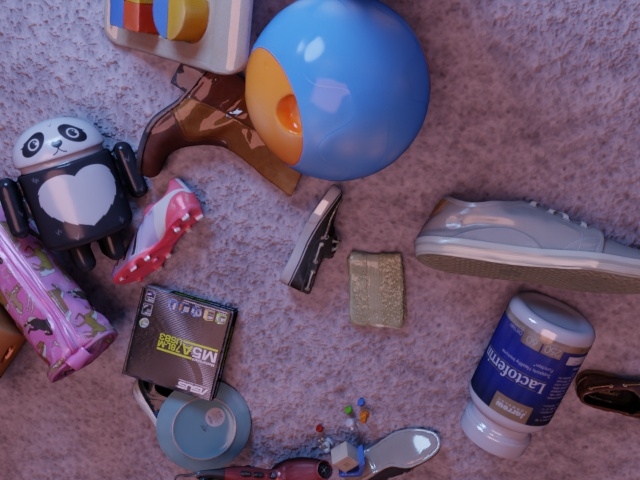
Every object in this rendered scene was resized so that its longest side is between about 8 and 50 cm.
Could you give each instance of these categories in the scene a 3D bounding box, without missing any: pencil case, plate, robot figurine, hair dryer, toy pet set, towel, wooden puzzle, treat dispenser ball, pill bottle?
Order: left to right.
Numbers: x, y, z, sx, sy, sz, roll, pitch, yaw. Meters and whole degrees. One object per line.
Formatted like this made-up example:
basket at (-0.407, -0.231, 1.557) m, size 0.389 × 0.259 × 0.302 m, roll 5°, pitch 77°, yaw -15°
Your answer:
pencil case at (-0.544, 0.081, 1.505) m, size 0.160 × 0.167 × 0.386 m, roll -40°, pitch 85°, yaw 26°
robot figurine at (-0.447, -0.086, 1.455) m, size 0.173 × 0.209 × 0.278 m, roll -9°, pitch 105°, yaw 29°
wooden puzzle at (-0.247, -0.451, 1.274) m, size 0.348 × 0.080 × 0.322 m, roll 22°, pitch 114°, yaw 38°
plate at (-0.231, 0.370, 1.586) m, size 0.188 × 0.024 × 0.188 m, roll -1°, pitch 93°, yaw -11°
hair dryer at (-0.110, 0.467, 1.537) m, size 0.293 × 0.223 × 0.080 m, roll -14°, pitch 72°, yaw 14°
treat dispenser ball at (0.026, -0.236, 1.239) m, size 0.288 × 0.288 × 0.288 m, roll 4°, pitch 108°, yaw 12°
toy pet set at (0.060, 0.390, 1.542) m, size 0.122 × 0.114 × 0.065 m, roll -36°, pitch 124°, yaw 22°
towel at (0.103, 0.092, 1.464) m, size 0.110 × 0.027 × 0.148 m, roll 1°, pitch 107°, yaw 12°
pill bottle at (0.351, 0.235, 1.385) m, size 0.153 × 0.153 × 0.264 m, roll 22°, pitch 111°, yaw 5°

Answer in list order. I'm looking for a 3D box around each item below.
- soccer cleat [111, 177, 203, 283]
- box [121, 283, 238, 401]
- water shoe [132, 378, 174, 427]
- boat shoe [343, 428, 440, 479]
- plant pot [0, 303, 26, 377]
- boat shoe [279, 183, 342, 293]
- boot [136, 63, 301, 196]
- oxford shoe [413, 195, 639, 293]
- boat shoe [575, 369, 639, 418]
soccer cleat at (-0.317, -0.011, 1.511) m, size 0.248 × 0.083 × 0.095 m, roll -43°, pitch 65°, yaw 26°
box at (-0.273, 0.197, 1.554) m, size 0.191 × 0.045 × 0.184 m, roll 16°, pitch 93°, yaw 8°
water shoe at (-0.294, 0.348, 1.612) m, size 0.080 × 0.073 × 0.203 m, roll -38°, pitch 96°, yaw 18°
boat shoe at (0.143, 0.424, 1.554) m, size 0.206 × 0.075 × 0.065 m, roll -25°, pitch 143°, yaw 14°
plant pot at (-0.708, 0.173, 1.559) m, size 0.203 × 0.291 × 0.291 m, roll -42°, pitch 95°, yaw 4°
boat shoe at (0.000, 0.000, 1.437) m, size 0.070 × 0.078 × 0.219 m, roll 28°, pitch 119°, yaw 4°
boot at (-0.164, -0.166, 1.432) m, size 0.280 × 0.096 × 0.264 m, roll 31°, pitch 104°, yaw -6°
oxford shoe at (0.382, 0.006, 1.318) m, size 0.449 × 0.169 × 0.130 m, roll 9°, pitch 73°, yaw 8°
boat shoe at (0.553, 0.279, 1.397) m, size 0.207 × 0.073 × 0.073 m, roll 5°, pitch 107°, yaw 10°
